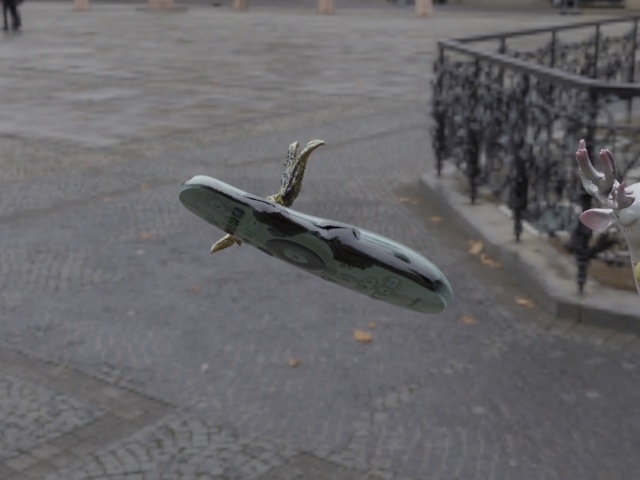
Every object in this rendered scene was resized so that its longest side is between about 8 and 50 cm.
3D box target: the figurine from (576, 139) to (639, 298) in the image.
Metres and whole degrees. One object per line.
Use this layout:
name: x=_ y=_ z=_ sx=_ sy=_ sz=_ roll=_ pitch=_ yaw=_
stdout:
figurine: x=0.459 y=-0.020 z=1.270 sx=0.206 sy=0.316 sz=0.284 roll=-33 pitch=-17 yaw=-8

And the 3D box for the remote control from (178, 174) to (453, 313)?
remote control: x=-0.001 y=0.002 z=0.878 sx=0.256 sy=0.045 sz=0.097 roll=23 pitch=-21 yaw=-9

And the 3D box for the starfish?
starfish: x=-0.065 y=-0.054 z=1.341 sx=0.053 sy=0.208 sz=0.176 roll=36 pitch=9 yaw=-3
